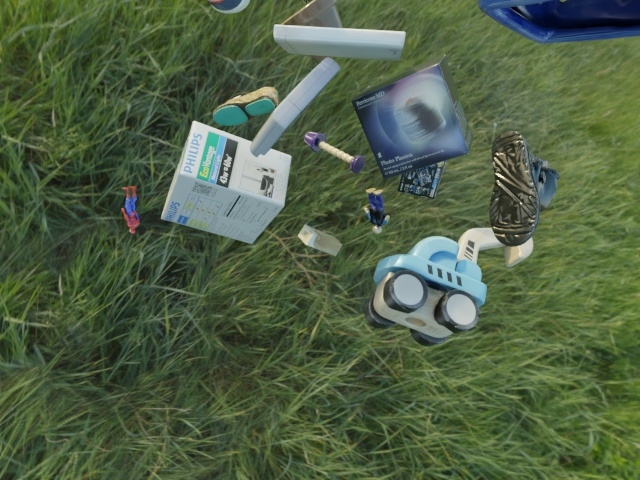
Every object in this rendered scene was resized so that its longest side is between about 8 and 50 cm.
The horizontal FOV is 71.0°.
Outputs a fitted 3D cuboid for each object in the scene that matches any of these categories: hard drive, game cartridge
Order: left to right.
[{"bbox_3d":[-0.063,-0.359,1.188,0.062,0.198,0.297,39,57,-7],"label":"game cartridge"},{"bbox_3d":[0.061,-0.575,1.313,0.354,0.233,0.047,6,104,5],"label":"hard drive"}]

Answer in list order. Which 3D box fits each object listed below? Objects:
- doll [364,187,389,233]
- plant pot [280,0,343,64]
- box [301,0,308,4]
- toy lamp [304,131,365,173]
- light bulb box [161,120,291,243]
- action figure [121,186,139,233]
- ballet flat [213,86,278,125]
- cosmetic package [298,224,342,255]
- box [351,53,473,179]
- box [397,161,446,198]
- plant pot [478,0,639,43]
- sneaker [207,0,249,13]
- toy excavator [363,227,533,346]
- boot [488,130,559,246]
[{"bbox_3d":[0.222,-0.114,1.802,0.046,0.129,0.188,-29,122,-34],"label":"doll"},{"bbox_3d":[-0.003,-0.886,1.901,0.229,0.263,0.263,54,51,-23],"label":"plant pot"},{"bbox_3d":[-0.042,-0.836,1.475,0.062,0.052,0.083,45,86,-2],"label":"box"},{"bbox_3d":[0.047,-0.341,1.703,0.275,0.080,0.080,36,45,30],"label":"toy lamp"},{"bbox_3d":[-0.346,-0.190,1.632,0.362,0.358,0.225,17,60,-21],"label":"light bulb box"},{"bbox_3d":[-0.464,-0.073,1.097,0.038,0.030,0.115,-32,123,-66],"label":"action figure"},{"bbox_3d":[-0.194,-0.358,1.195,0.073,0.207,0.067,55,40,-45],"label":"ballet flat"},{"bbox_3d":[0.000,0.000,1.275,0.115,0.060,0.041,21,106,-40],"label":"cosmetic package"},{"bbox_3d":[0.302,-0.396,1.466,0.293,0.297,0.182,64,32,-19],"label":"box"},{"bbox_3d":[0.453,-0.303,2.009,0.175,0.220,0.051,13,40,7],"label":"box"},{"bbox_3d":[0.351,-0.371,0.526,0.236,0.236,0.211,-11,109,-45],"label":"plant pot"},{"bbox_3d":[-0.203,-0.634,0.849,0.148,0.131,0.349,-38,124,-70],"label":"sneaker"},{"bbox_3d":[0.388,0.078,1.297,0.434,0.222,0.444,21,63,-2],"label":"toy excavator"},{"bbox_3d":[0.443,-0.091,0.957,0.207,0.094,0.246,17,69,-44],"label":"boot"}]
